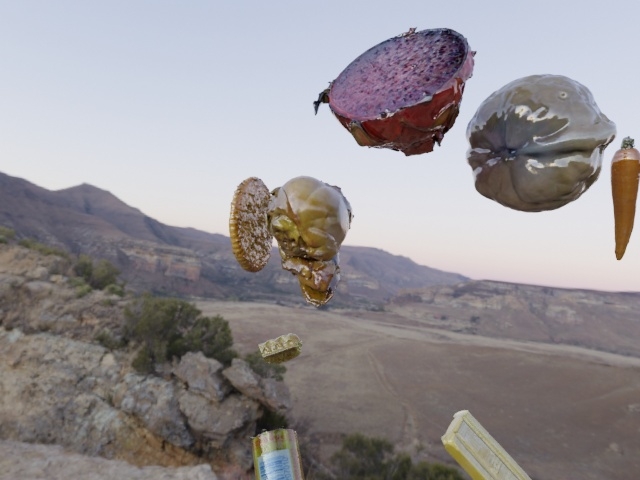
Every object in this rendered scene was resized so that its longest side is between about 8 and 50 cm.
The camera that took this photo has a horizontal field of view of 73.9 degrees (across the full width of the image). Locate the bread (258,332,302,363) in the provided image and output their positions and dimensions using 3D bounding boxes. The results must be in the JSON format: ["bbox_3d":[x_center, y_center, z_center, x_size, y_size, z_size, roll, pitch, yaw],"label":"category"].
[{"bbox_3d":[-0.099,0.282,1.103,0.110,0.066,0.060,-17,-11,-8],"label":"bread"}]

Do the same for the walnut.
[{"bbox_3d":[0.396,-0.175,0.780,0.248,0.249,0.248,7,-4,1],"label":"walnut"}]

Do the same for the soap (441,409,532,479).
[{"bbox_3d":[0.351,0.464,0.845,0.092,0.252,0.037,-33,-13,-46],"label":"soap"}]

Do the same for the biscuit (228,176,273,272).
[{"bbox_3d":[-0.167,-0.041,1.097,0.035,0.254,0.254,2,-6,14],"label":"biscuit"}]

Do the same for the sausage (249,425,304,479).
[{"bbox_3d":[-0.083,0.614,0.989,0.117,0.318,0.125,-32,-38,24],"label":"sausage"}]

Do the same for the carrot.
[{"bbox_3d":[0.793,-0.102,1.108,0.069,0.336,0.069,-10,17,3],"label":"carrot"}]

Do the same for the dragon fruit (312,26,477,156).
[{"bbox_3d":[0.134,-0.208,0.672,0.218,0.224,0.148,38,-11,44],"label":"dragon fruit"}]

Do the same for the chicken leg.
[{"bbox_3d":[0.000,0.000,1.012,0.181,0.295,0.409,-3,5,15],"label":"chicken leg"}]
